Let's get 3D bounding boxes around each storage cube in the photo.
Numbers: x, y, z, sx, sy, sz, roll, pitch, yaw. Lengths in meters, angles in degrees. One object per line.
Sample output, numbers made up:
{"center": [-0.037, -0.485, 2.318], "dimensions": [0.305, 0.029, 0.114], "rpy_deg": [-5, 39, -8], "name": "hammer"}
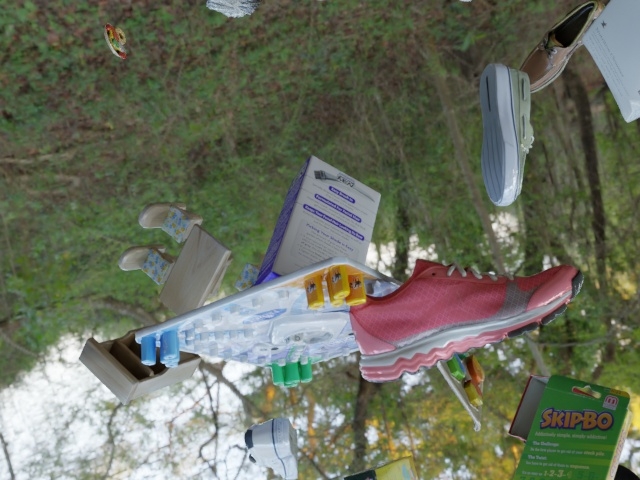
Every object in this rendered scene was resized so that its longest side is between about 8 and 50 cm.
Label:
{"center": [0.675, 0.505, 1.797], "dimensions": [0.193, 0.215, 0.183], "rpy_deg": [26, 170, 2], "name": "storage cube"}

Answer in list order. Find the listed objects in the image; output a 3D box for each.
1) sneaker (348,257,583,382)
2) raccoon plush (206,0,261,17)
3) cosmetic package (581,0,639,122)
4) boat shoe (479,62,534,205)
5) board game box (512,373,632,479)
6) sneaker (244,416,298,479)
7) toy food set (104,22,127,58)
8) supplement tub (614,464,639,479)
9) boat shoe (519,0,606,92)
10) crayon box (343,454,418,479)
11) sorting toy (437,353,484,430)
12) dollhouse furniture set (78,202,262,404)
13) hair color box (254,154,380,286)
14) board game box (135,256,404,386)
{"center": [0.181, 0.075, 0.833], "dimensions": [0.314, 0.136, 0.116], "rpy_deg": [-22, 174, 4], "name": "sneaker"}
{"center": [-0.150, -0.533, 0.917], "dimensions": [0.216, 0.299, 0.446], "rpy_deg": [8, -176, -17], "name": "raccoon plush"}
{"center": [0.632, -0.376, 1.140], "dimensions": [0.156, 0.217, 0.385], "rpy_deg": [-26, 172, 6], "name": "cosmetic package"}
{"center": [0.389, -0.219, 1.307], "dimensions": [0.094, 0.302, 0.109], "rpy_deg": [2, 172, -10], "name": "boat shoe"}
{"center": [0.348, 0.325, 0.911], "dimensions": [0.124, 0.259, 0.039], "rpy_deg": [8, 157, 46], "name": "board game box"}
{"center": [-0.093, 0.400, 1.239], "dimensions": [0.091, 0.094, 0.258], "rpy_deg": [-4, 145, 2], "name": "sneaker"}
{"center": [-0.471, -0.461, 1.479], "dimensions": [0.020, 0.083, 0.083], "rpy_deg": [-17, 171, 8], "name": "toy food set"}
{"center": [0.542, 0.528, 1.244], "dimensions": [0.106, 0.198, 0.106], "rpy_deg": [10, -142, -8], "name": "supplement tub"}
{"center": [0.660, -0.550, 1.799], "dimensions": [0.104, 0.111, 0.307], "rpy_deg": [-2, 140, -52], "name": "boat shoe"}
{"center": [0.165, 0.610, 1.451], "dimensions": [0.081, 0.202, 0.318], "rpy_deg": [-23, 160, 18], "name": "crayon box"}
{"center": [0.326, 0.294, 1.454], "dimensions": [0.038, 0.208, 0.193], "rpy_deg": [-25, -167, 23], "name": "sorting toy"}
{"center": [-0.361, 0.158, 1.535], "dimensions": [0.362, 0.394, 0.256], "rpy_deg": [36, -162, 20], "name": "dollhouse furniture set"}
{"center": [0.000, 0.000, 1.340], "dimensions": [0.110, 0.185, 0.339], "rpy_deg": [-47, -160, 48], "name": "hair color box"}
{"center": [-0.019, 0.154, 1.021], "dimensions": [0.390, 0.050, 0.390], "rpy_deg": [-22, 152, 29], "name": "board game box"}
